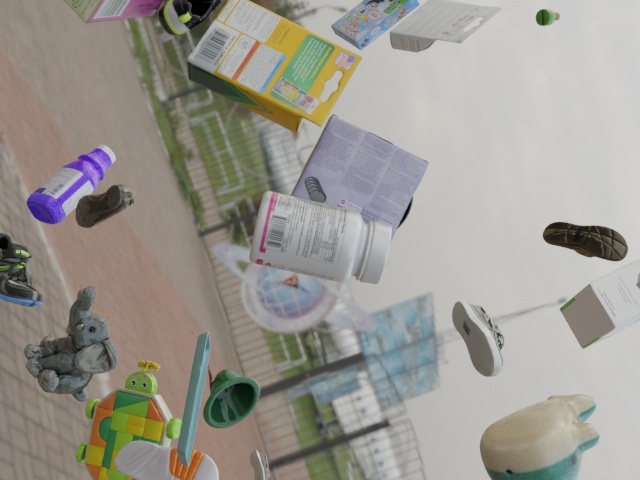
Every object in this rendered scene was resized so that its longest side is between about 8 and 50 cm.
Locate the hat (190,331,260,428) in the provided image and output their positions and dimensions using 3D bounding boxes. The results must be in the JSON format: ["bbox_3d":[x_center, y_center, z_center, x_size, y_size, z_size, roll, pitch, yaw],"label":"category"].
[{"bbox_3d":[-0.285,0.395,2.378,0.183,0.173,0.209,45,-58,43],"label":"hat"}]

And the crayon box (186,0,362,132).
[{"bbox_3d":[-0.099,-0.373,1.815,0.323,0.203,0.083,27,-21,6],"label":"crayon box"}]

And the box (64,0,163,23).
[{"bbox_3d":[-0.407,-0.513,1.477,0.243,0.117,0.213,45,27,2],"label":"box"}]

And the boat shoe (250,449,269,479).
[{"bbox_3d":[-0.146,0.581,2.105,0.038,0.046,0.125,22,21,-28],"label":"boat shoe"}]

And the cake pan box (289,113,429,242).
[{"bbox_3d":[0.087,-0.122,1.916,0.070,0.266,0.246,-162,-83,-85],"label":"cake pan box"}]

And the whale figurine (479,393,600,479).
[{"bbox_3d":[0.409,0.371,1.516,0.272,0.216,0.141,-24,98,-48],"label":"whale figurine"}]

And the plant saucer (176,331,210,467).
[{"bbox_3d":[-0.188,0.234,1.245,0.067,0.018,0.192,97,-1,-59],"label":"plant saucer"}]

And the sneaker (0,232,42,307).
[{"bbox_3d":[-0.507,0.047,1.375,0.188,0.078,0.067,40,8,40],"label":"sneaker"}]

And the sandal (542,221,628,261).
[{"bbox_3d":[0.656,0.010,2.075,0.219,0.090,0.060,11,-33,39],"label":"sandal"}]

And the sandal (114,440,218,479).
[{"bbox_3d":[-0.293,0.463,1.661,0.265,0.102,0.076,8,-40,36],"label":"sandal"}]

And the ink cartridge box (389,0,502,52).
[{"bbox_3d":[0.322,-0.546,2.156,0.232,0.189,0.066,25,-34,37],"label":"ink cartridge box"}]

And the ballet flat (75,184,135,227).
[{"bbox_3d":[-0.516,-0.083,2.012,0.250,0.058,0.084,-19,-103,46],"label":"ballet flat"}]

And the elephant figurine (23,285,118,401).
[{"bbox_3d":[-0.538,0.239,1.915,0.169,0.239,0.186,53,4,12],"label":"elephant figurine"}]

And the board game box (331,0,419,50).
[{"bbox_3d":[0.153,-0.637,2.375,0.039,0.211,0.160,53,-4,-40],"label":"board game box"}]

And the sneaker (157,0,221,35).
[{"bbox_3d":[-0.225,-0.473,1.635,0.084,0.097,0.235,55,41,-30],"label":"sneaker"}]

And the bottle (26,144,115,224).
[{"bbox_3d":[-0.691,-0.163,2.358,0.283,0.118,0.092,-53,140,-37],"label":"bottle"}]

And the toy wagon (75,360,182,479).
[{"bbox_3d":[-0.495,0.484,2.190,0.068,0.267,0.344,26,73,-71],"label":"toy wagon"}]

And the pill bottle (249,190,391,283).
[{"bbox_3d":[0.000,0.000,1.800,0.160,0.283,0.160,-167,-90,-87],"label":"pill bottle"}]

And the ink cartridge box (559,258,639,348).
[{"bbox_3d":[0.710,0.121,1.894,0.115,0.272,0.198,63,-13,17],"label":"ink cartridge box"}]

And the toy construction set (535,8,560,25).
[{"bbox_3d":[0.443,-0.604,1.621,0.309,0.237,0.257,-37,-106,48],"label":"toy construction set"}]

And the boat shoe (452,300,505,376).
[{"bbox_3d":[0.331,0.192,1.679,0.219,0.070,0.078,-107,-153,-58],"label":"boat shoe"}]
